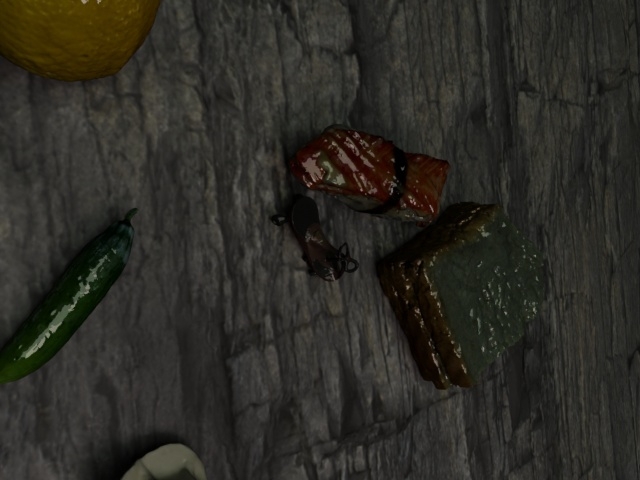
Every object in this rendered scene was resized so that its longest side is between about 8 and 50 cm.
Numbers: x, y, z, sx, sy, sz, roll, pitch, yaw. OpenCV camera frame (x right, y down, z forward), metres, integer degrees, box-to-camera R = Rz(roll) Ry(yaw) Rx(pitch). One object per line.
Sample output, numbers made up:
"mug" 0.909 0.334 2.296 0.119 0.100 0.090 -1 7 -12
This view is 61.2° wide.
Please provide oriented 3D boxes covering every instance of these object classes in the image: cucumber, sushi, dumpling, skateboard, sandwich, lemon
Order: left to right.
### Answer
"lemon" -0.264 -0.269 0.557 0.192 0.231 0.192 18 49 -22
"cucumber" -0.284 0.062 0.631 0.056 0.056 0.250 44 68 -27
"dumpling" -0.173 0.353 0.682 0.229 0.124 0.151 63 22 -24
"skateboard" 0.000 0.000 0.824 0.067 0.080 0.151 -47 117 -34
"sushi" 0.089 -0.103 0.872 0.332 0.130 0.124 15 85 -30
"sandwich" 0.278 0.080 0.995 0.325 0.131 0.262 -33 106 -33
